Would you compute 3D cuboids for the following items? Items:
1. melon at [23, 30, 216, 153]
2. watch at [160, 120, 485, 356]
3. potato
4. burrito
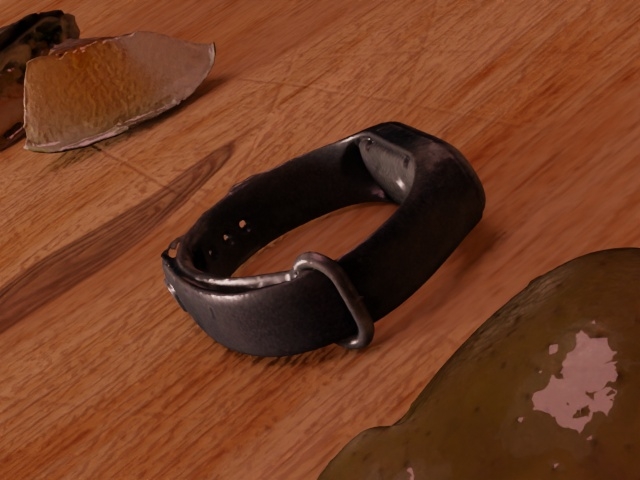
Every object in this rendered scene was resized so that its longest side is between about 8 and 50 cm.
[{"bbox_3d":[-0.200,-0.160,1.319,0.202,0.093,0.139,-23,18,-3],"label":"melon"},{"bbox_3d":[0.000,0.000,0.862,0.193,0.068,0.206,-33,23,-7],"label":"watch"},{"bbox_3d":[0.078,0.097,0.509,0.194,0.157,0.157,-28,26,-6],"label":"potato"},{"bbox_3d":[-0.417,-0.132,1.454,0.347,0.107,0.175,-13,44,29],"label":"burrito"}]
